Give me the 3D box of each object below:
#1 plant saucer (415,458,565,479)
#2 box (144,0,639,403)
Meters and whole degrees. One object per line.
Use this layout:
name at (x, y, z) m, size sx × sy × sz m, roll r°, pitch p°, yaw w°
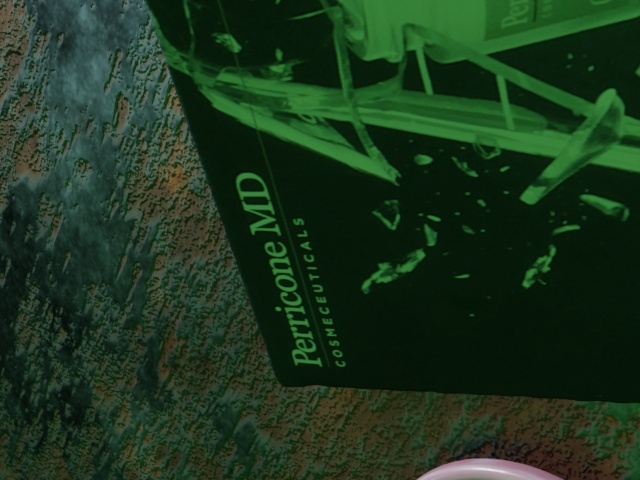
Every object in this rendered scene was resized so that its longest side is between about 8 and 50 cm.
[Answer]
plant saucer at (0.220, 0.376, 0.969) m, size 0.332 × 0.084 × 0.332 m, roll 12°, pitch 111°, yaw 33°
box at (0.173, -0.167, 0.531) m, size 0.472 × 0.297 × 0.480 m, roll 0°, pitch 127°, yaw 23°
